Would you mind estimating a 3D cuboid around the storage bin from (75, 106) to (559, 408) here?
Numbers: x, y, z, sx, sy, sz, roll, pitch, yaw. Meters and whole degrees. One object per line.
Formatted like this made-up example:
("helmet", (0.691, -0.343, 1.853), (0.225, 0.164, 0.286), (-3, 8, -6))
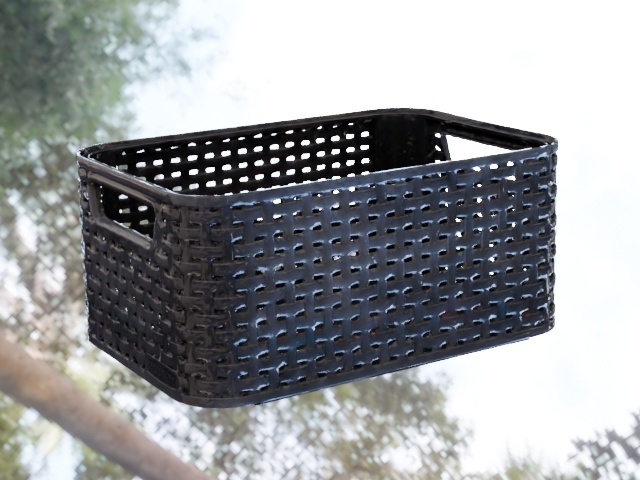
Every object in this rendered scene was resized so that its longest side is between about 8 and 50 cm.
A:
("storage bin", (0.000, 0.000, 0.592), (0.180, 0.084, 0.122), (-11, -162, -30))
